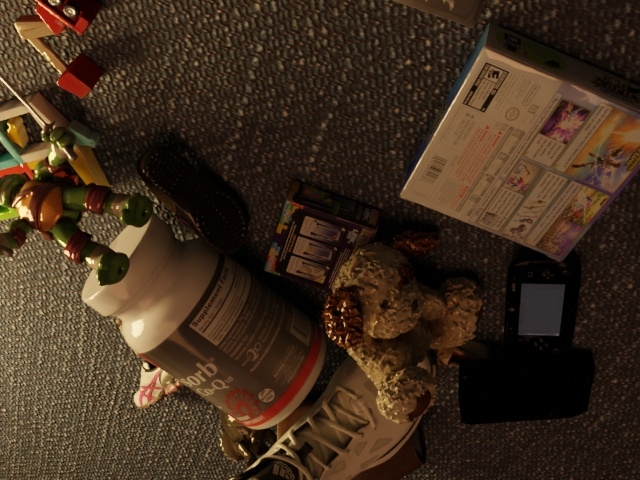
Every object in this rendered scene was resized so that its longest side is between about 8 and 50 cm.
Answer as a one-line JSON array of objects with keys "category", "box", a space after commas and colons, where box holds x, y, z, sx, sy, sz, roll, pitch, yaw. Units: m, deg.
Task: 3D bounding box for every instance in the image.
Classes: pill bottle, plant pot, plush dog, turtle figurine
[{"category": "pill bottle", "box": [-0.183, 0.128, 1.418, 0.363, 0.210, 0.210, 39, 134, -22]}, {"category": "plant pot", "box": [0.069, 0.379, 1.621, 0.230, 0.215, 0.215, -16, 129, 17]}, {"category": "plush dog", "box": [0.095, 0.101, 1.304, 0.211, 0.262, 0.225, 13, 139, 37]}, {"category": "turtle figurine", "box": [-0.393, -0.055, 1.236, 0.266, 0.198, 0.274, 21, 144, 20]}]

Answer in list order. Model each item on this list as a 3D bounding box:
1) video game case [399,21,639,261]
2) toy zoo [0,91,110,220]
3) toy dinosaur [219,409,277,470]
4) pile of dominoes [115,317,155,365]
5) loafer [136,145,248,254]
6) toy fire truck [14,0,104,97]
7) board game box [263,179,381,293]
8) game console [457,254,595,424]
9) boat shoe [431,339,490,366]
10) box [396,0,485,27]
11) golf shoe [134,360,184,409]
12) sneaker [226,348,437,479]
[{"category": "video game case", "box": [0.265, -0.114, 1.124, 0.244, 0.061, 0.269, 23, 138, -4]}, {"category": "toy zoo", "box": [-0.461, -0.127, 1.375, 0.293, 0.030, 0.192, -9, 131, 26]}, {"category": "toy dinosaur", "box": [-0.147, 0.334, 1.684, 0.160, 0.121, 0.313, 25, 135, 44]}, {"category": "pile of dominoes", "box": [-0.247, 0.202, 1.562, 0.251, 0.040, 0.196, 39, 177, -34]}, {"category": "loafer", "box": [-0.193, -0.065, 1.331, 0.078, 0.080, 0.220, 17, 153, 53]}, {"category": "toy fire truck", "box": [-0.357, -0.289, 1.158, 0.192, 0.047, 0.135, 36, 136, -19]}, {"category": "board game box", "box": [0.000, 0.000, 1.343, 0.141, 0.048, 0.170, 18, 137, -4]}, {"category": "game console", "box": [0.323, 0.160, 1.376, 0.213, 0.044, 0.361, -5, 130, 2]}, {"category": "boat shoe", "box": [0.212, 0.185, 1.467, 0.135, 0.045, 0.050, 9, 137, 9]}, {"category": "box", "box": [0.093, -0.348, 0.939, 0.231, 0.056, 0.183, 19, 138, -1]}, {"category": "golf shoe", "box": [-0.320, 0.272, 1.732, 0.086, 0.067, 0.186, 54, 133, 1]}, {"category": "sneaker", "box": [0.010, 0.336, 1.395, 0.169, 0.257, 0.447, 42, 100, 11]}]
